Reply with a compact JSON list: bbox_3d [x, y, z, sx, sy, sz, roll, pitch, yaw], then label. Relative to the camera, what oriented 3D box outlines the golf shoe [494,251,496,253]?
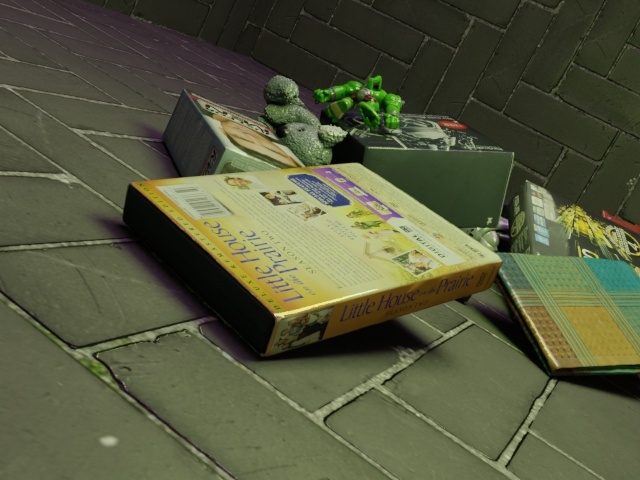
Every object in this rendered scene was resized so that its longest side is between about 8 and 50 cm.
[{"bbox_3d":[0.457,0.089,1.802,0.176,0.069,0.086,12,29,-23],"label":"golf shoe"}]

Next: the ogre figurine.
[{"bbox_3d":[0.097,-0.295,1.684,0.197,0.096,0.118,6,32,34],"label":"ogre figurine"}]

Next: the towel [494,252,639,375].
[{"bbox_3d":[0.495,0.132,1.438,0.370,0.040,0.271,3,45,-29],"label":"towel"}]

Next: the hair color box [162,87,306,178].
[{"bbox_3d":[-0.148,-0.141,1.385,0.185,0.113,0.374,20,16,-27],"label":"hair color box"}]

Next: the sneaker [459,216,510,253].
[{"bbox_3d":[0.419,-0.029,1.994,0.210,0.137,0.366,35,21,27],"label":"sneaker"}]

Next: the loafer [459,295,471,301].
[{"bbox_3d":[0.251,0.060,1.512,0.061,0.062,0.170,20,14,-7],"label":"loafer"}]

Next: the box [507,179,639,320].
[{"bbox_3d":[0.555,0.069,1.656,0.318,0.097,0.395,23,38,-6],"label":"box"}]

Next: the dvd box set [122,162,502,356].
[{"bbox_3d":[0.000,0.000,1.037,0.420,0.062,0.308,-11,38,-44],"label":"dvd box set"}]

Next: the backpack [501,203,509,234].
[{"bbox_3d":[0.518,-0.021,2.167,0.101,0.120,0.098,35,10,-10],"label":"backpack"}]

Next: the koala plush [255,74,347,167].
[{"bbox_3d":[-0.046,-0.204,1.660,0.203,0.196,0.221,39,1,-38],"label":"koala plush"}]

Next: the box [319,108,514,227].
[{"bbox_3d":[0.195,-0.165,1.757,0.343,0.179,0.312,-1,24,-18],"label":"box"}]

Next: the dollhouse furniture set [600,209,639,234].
[{"bbox_3d":[0.806,0.098,2.000,0.374,0.201,0.152,23,53,-14],"label":"dollhouse furniture set"}]
